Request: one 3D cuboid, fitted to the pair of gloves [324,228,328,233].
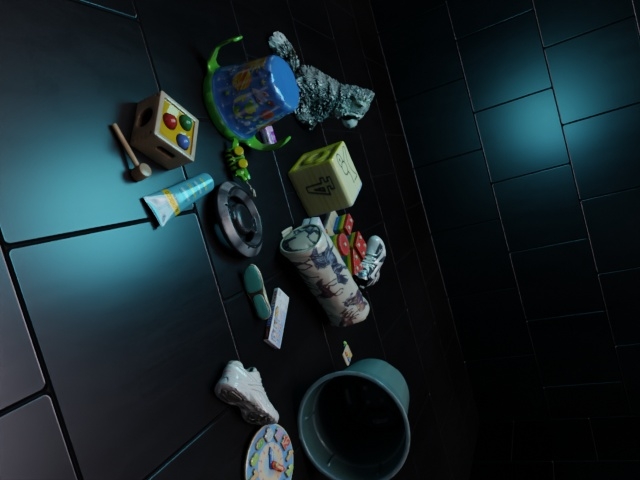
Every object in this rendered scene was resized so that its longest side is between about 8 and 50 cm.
[{"bbox_3d":[0.000,0.000,1.776,0.010,0.074,0.083,176,-103,-78],"label":"pair of gloves"}]

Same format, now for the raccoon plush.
[{"bbox_3d":[0.014,-0.628,1.840,0.446,0.299,0.216,55,34,-37],"label":"raccoon plush"}]

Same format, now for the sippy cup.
[{"bbox_3d":[-0.193,-0.439,1.419,0.305,0.223,0.240,35,47,-53],"label":"sippy cup"}]

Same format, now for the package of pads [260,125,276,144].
[{"bbox_3d":[-0.178,-0.354,1.626,0.050,0.031,0.083,-33,108,-61],"label":"package of pads"}]

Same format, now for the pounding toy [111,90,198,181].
[{"bbox_3d":[-0.380,-0.236,1.094,0.181,0.094,0.206,37,45,-53],"label":"pounding toy"}]

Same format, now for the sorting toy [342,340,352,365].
[{"bbox_3d":[0.101,0.432,1.824,0.083,0.012,0.062,68,27,-18],"label":"sorting toy"}]

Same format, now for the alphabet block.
[{"bbox_3d":[0.022,-0.232,1.785,0.197,0.193,0.192,64,27,-23],"label":"alphabet block"}]

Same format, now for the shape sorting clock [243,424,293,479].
[{"bbox_3d":[-0.131,0.594,1.248,0.206,0.040,0.206,39,44,-51],"label":"shape sorting clock"}]

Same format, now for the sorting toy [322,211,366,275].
[{"bbox_3d":[0.101,0.032,1.931,0.257,0.089,0.256,58,31,-33],"label":"sorting toy"}]

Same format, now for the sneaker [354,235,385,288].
[{"bbox_3d":[0.208,0.105,2.056,0.153,0.094,0.235,-33,141,-57],"label":"sneaker"}]

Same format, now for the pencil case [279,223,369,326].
[{"bbox_3d":[0.014,0.123,1.640,0.160,0.183,0.410,-49,126,-25],"label":"pencil case"}]

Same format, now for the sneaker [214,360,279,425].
[{"bbox_3d":[-0.172,0.390,1.217,0.232,0.090,0.115,58,28,-34],"label":"sneaker"}]

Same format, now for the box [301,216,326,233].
[{"bbox_3d":[0.015,0.056,1.736,0.067,0.063,0.324,-72,147,-46],"label":"box"}]

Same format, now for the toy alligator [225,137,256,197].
[{"bbox_3d":[-0.244,-0.212,1.399,0.051,0.056,0.190,-17,87,-23],"label":"toy alligator"}]

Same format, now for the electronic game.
[{"bbox_3d":[-0.232,-0.061,1.355,0.229,0.048,0.230,-18,90,-71],"label":"electronic game"}]

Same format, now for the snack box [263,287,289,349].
[{"bbox_3d":[-0.133,0.237,1.439,0.064,0.022,0.178,52,35,-42],"label":"snack box"}]

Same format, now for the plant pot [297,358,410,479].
[{"bbox_3d":[0.141,0.549,1.528,0.334,0.340,0.342,-1,78,-72],"label":"plant pot"}]

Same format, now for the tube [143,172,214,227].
[{"bbox_3d":[-0.345,-0.109,1.164,0.080,0.052,0.207,59,36,-12],"label":"tube"}]

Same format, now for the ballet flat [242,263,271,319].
[{"bbox_3d":[-0.185,0.147,1.362,0.052,0.057,0.168,-118,-166,-81],"label":"ballet flat"}]
